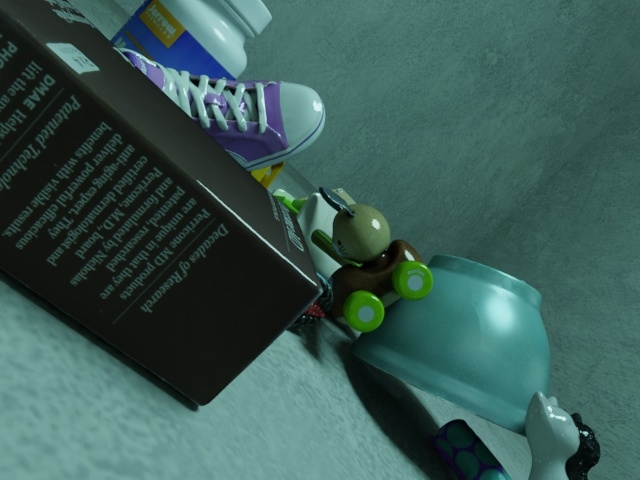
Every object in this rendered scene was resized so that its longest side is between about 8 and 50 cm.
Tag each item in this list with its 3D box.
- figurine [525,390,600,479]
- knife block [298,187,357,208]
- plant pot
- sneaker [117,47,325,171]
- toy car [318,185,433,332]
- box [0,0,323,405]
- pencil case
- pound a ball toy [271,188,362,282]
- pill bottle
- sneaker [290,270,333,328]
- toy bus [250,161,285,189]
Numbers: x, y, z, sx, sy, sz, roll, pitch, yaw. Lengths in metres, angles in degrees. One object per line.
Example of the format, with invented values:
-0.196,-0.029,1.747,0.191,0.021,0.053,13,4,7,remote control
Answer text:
0.292,0.303,0.616,0.092,0.209,0.215,-4,-27,37,figurine
0.000,0.000,1.229,0.276,0.242,0.088,-19,51,-30,knife block
0.217,0.142,0.765,0.293,0.196,0.293,25,-8,4,plant pot
-0.132,-0.139,0.533,0.161,0.282,0.102,96,-15,-78,sneaker
0.045,0.008,0.701,0.188,0.149,0.155,59,-3,-7,toy car
-0.184,-0.069,0.379,0.381,0.143,0.191,44,8,-21,box
0.221,0.330,0.705,0.151,0.070,0.064,-127,-148,-48,pencil case
0.006,0.049,0.897,0.319,0.135,0.208,40,-16,-33,pound a ball toy
-0.201,-0.251,0.695,0.152,0.272,0.152,44,8,-8,pill bottle
-0.095,0.008,0.642,0.262,0.104,0.125,52,-2,-33,sneaker
-0.167,-0.185,1.002,0.202,0.104,0.191,39,-3,-41,toy bus
